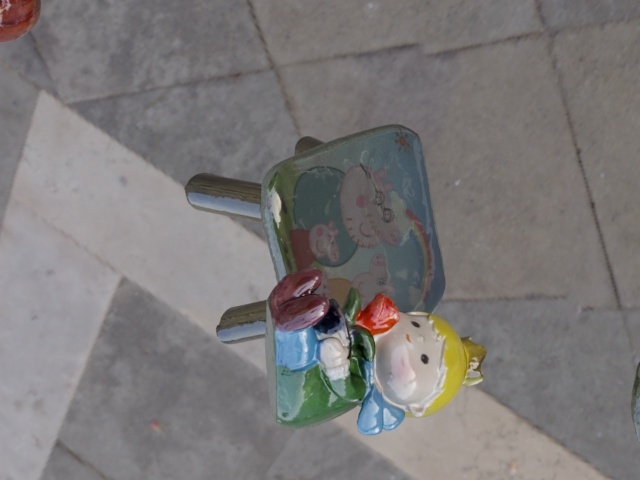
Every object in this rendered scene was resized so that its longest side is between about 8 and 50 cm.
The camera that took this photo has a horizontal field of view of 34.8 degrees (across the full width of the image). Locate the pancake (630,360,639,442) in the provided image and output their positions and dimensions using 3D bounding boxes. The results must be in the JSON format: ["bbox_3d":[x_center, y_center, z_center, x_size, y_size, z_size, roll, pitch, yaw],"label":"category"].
[{"bbox_3d":[0.520,0.227,1.428,0.236,0.223,0.042,22,171,-31],"label":"pancake"}]

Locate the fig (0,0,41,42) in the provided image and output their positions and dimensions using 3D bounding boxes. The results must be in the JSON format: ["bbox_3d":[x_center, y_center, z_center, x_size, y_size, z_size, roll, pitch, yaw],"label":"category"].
[{"bbox_3d":[-0.404,-0.290,1.187,0.128,0.150,0.128,26,119,60],"label":"fig"}]

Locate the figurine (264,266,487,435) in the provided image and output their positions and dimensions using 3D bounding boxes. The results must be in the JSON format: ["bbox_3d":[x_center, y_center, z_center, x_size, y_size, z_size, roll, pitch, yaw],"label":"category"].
[{"bbox_3d":[0.062,0.106,1.046,0.234,0.127,0.185,-4,117,-7],"label":"figurine"}]

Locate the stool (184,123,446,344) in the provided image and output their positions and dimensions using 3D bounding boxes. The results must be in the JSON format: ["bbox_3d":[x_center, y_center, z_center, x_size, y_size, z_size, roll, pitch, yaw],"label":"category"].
[{"bbox_3d":[0.000,0.000,1.503,0.226,0.310,0.310,6,112,49],"label":"stool"}]
